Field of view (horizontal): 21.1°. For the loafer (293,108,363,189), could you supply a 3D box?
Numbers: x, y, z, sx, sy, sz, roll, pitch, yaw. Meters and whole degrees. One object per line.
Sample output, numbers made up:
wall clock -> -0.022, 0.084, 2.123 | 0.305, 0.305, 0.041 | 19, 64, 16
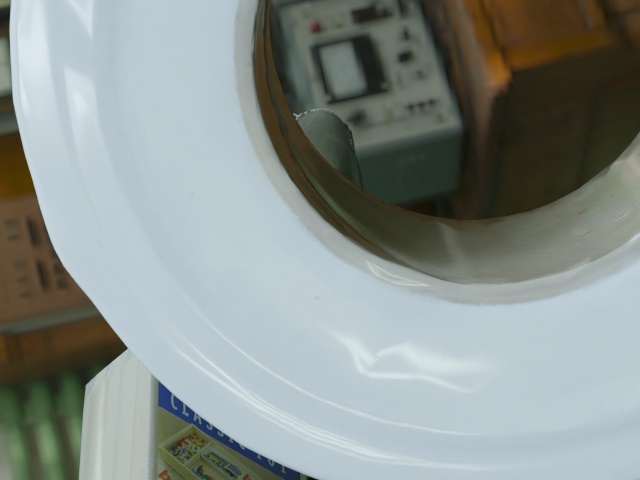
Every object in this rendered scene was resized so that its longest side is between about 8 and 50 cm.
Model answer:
loafer -> 0.000, 0.000, 1.160 | 0.251, 0.094, 0.087 | 97, -171, -60

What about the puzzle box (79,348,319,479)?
puzzle box -> 0.060, 0.238, 0.775 | 0.409, 0.052, 0.272 | 35, -151, -29

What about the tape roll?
tape roll -> 0.052, -0.064, 0.537 | 0.100, 0.286, 0.286 | -86, -15, -77
